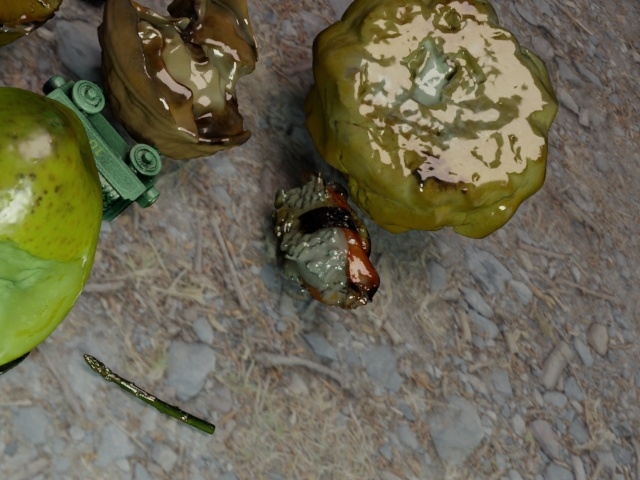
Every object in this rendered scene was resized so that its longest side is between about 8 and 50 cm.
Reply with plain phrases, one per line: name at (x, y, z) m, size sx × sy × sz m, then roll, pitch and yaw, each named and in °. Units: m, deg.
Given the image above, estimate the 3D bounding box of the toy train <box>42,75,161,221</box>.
toy train at (-0.244, -0.096, 1.873) m, size 0.172 × 0.070 × 0.099 m, roll 49°, pitch 43°, yaw -3°

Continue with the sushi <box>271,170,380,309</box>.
sushi at (-0.003, -0.001, 2.021) m, size 0.103 × 0.097 × 0.226 m, roll 32°, pitch 24°, yaw -32°

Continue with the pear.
pear at (-0.295, -0.013, 1.595) m, size 0.292 × 0.292 × 0.159 m, roll 9°, pitch 43°, yaw -43°

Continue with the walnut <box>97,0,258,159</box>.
walnut at (-0.166, -0.179, 1.972) m, size 0.238 × 0.141 × 0.204 m, roll -24°, pitch 88°, yaw -56°

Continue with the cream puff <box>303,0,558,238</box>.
cream puff at (0.119, -0.139, 2.171) m, size 0.291 × 0.257 × 0.324 m, roll -40°, pitch 85°, yaw -21°

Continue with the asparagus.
asparagus at (-0.173, 0.156, 1.766) m, size 0.163 × 0.016 × 0.016 m, roll 32°, pitch 66°, yaw -23°

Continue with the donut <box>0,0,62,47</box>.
donut at (-0.401, -0.309, 1.872) m, size 0.272 × 0.107 × 0.272 m, roll 30°, pitch 42°, yaw -32°
